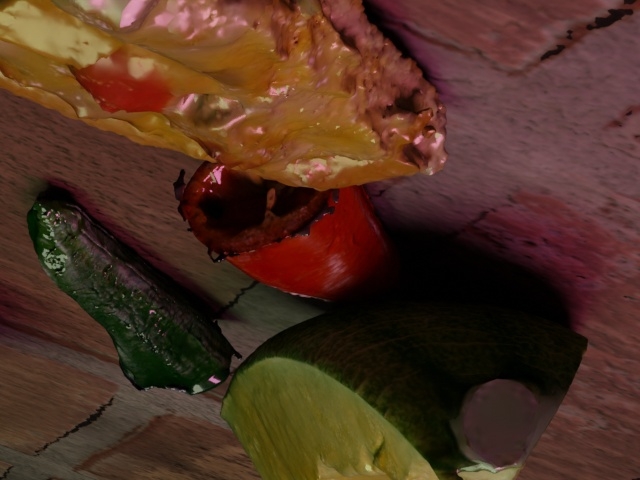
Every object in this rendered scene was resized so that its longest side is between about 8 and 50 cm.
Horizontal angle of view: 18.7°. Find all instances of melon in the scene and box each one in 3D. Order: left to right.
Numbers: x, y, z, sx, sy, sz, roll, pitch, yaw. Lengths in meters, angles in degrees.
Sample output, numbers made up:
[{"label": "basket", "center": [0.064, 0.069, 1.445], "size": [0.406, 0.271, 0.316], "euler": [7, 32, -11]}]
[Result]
[{"label": "melon", "center": [0.061, 0.088, 1.054], "size": [0.196, 0.124, 0.323], "euler": [-1, 168, -11]}]

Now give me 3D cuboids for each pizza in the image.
[{"label": "pizza", "center": [-0.081, -0.088, 0.722], "size": [0.280, 0.075, 0.288], "euler": [16, 171, 3]}]

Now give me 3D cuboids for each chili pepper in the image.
[{"label": "chili pepper", "center": [-0.125, 0.028, 1.206], "size": [0.088, 0.059, 0.227], "euler": [5, 155, 21]}, {"label": "chili pepper", "center": [0.003, -0.003, 0.990], "size": [0.088, 0.065, 0.169], "euler": [-18, 157, 17]}]
